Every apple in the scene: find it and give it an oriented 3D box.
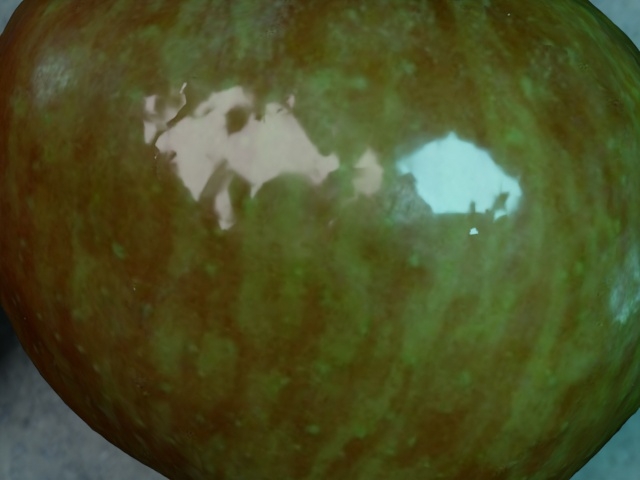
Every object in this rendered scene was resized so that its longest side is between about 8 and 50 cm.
[{"bbox_3d":[0.000,0.000,0.633,0.309,0.277,0.250,14,108,41],"label":"apple"}]
